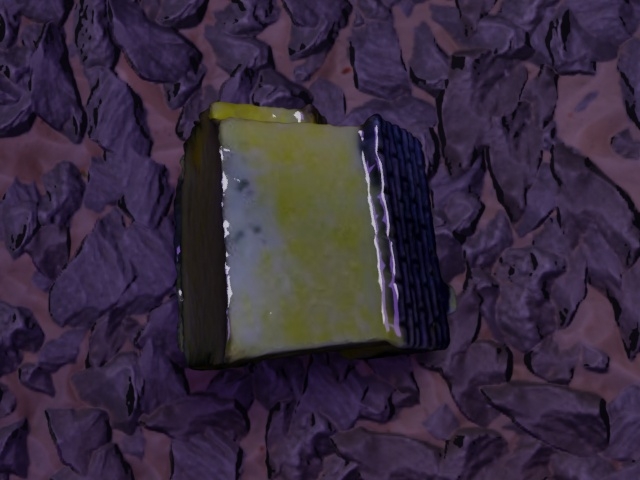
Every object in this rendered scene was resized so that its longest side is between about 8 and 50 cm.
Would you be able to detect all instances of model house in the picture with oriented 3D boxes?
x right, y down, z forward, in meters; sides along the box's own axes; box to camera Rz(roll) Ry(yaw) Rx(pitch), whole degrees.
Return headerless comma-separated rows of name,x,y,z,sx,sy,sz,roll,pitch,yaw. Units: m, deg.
model house,0.000,0.000,0.574,0.212,0.170,0.193,-1,76,-21
